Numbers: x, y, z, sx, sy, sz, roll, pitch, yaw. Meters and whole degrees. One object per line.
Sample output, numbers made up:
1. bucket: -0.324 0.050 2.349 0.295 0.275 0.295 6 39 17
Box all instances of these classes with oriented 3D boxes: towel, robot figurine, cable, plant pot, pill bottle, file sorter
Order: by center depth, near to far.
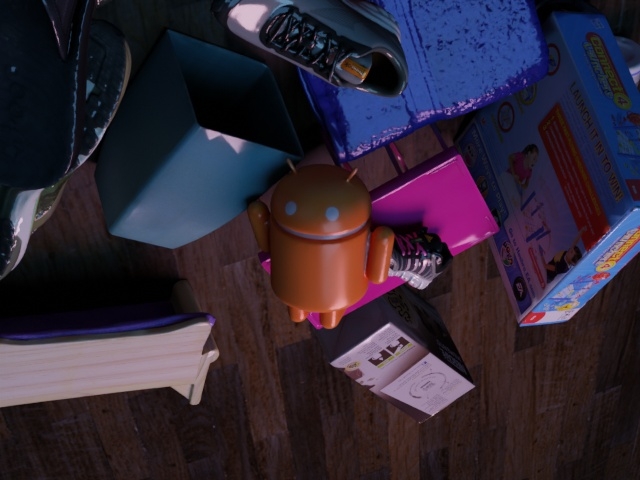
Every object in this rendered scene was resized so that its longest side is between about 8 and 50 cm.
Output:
1. robot figurine: -0.002 0.000 1.662 0.128 0.158 0.219 -18 127 -27
2. plant pot: -0.171 -0.107 1.699 0.166 0.165 0.234 14 133 -39
3. towel: 0.119 -0.253 1.706 0.308 0.076 0.227 -22 117 -1
4. cable: 0.297 -0.279 1.850 0.184 0.047 0.150 13 133 -42
5. file sorter: 0.057 -0.056 1.859 0.291 0.182 0.202 -29 143 6
6. pill bottle: 0.414 -0.219 1.950 0.078 0.078 0.137 -12 141 -16

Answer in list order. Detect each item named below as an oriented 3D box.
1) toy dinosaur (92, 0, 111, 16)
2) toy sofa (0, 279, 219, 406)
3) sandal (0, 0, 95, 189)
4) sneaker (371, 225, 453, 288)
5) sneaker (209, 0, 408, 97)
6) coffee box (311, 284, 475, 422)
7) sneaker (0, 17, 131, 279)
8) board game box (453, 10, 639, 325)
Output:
1. toy dinosaur: -0.280 -0.271 1.520 0.268 0.064 0.118 -23 158 -2
2. toy sofa: -0.336 0.139 1.899 0.362 0.150 0.177 -5 133 -24
3. sandal: -0.305 -0.251 1.363 0.167 0.107 0.446 6 115 9
4. sneaker: 0.118 0.011 1.771 0.075 0.063 0.170 -38 147 18
5. sneaker: -0.001 -0.233 1.522 0.271 0.108 0.100 14 130 -38
6. coffee box: 0.105 0.152 2.141 0.119 0.168 0.297 -36 140 14
7. sneaker: -0.333 -0.127 1.604 0.158 0.182 0.410 41 126 -4
8. board game box: 0.321 -0.092 1.813 0.086 0.308 0.302 -2 150 -26
